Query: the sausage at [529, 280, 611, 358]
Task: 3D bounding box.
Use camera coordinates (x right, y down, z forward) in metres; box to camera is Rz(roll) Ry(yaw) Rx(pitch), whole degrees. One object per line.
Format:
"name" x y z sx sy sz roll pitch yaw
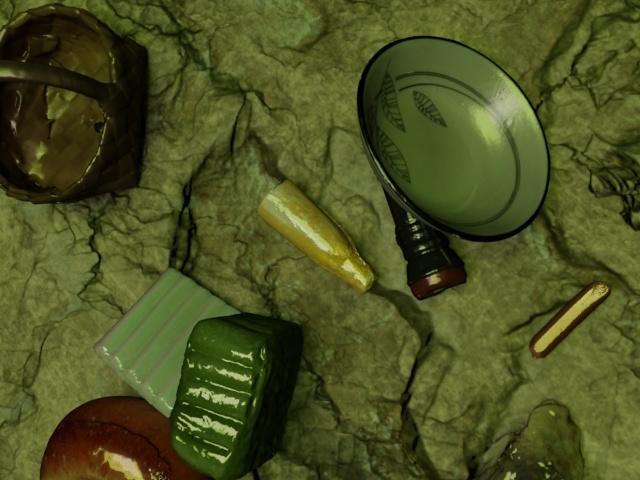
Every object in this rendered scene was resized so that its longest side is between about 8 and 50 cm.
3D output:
"sausage" 0.353 0.113 0.977 0.147 0.030 0.035 -45 72 8

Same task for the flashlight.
"flashlight" 0.140 -0.030 1.029 0.093 0.093 0.232 -24 76 13

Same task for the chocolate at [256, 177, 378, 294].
"chocolate" 0.000 0.000 1.074 0.219 0.085 0.086 44 98 11

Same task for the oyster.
"oyster" 0.244 0.382 0.945 0.341 0.110 0.166 -35 82 -2

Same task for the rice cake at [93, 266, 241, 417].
"rice cake" -0.240 0.152 1.093 0.189 0.037 0.198 34 59 18

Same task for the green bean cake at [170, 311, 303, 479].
"green bean cake" -0.116 0.220 0.995 0.124 0.248 0.222 13 88 16

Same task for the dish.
"dish" 0.172 -0.131 0.975 0.316 0.106 0.317 9 67 -21

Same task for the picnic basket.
"picnic basket" -0.464 -0.230 1.104 0.292 0.337 0.338 1 86 17

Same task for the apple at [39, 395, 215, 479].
"apple" -0.293 0.367 1.064 0.271 0.206 0.252 -3 96 19
